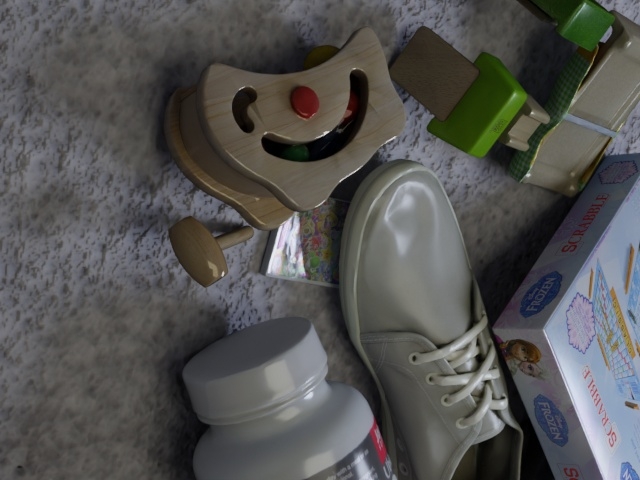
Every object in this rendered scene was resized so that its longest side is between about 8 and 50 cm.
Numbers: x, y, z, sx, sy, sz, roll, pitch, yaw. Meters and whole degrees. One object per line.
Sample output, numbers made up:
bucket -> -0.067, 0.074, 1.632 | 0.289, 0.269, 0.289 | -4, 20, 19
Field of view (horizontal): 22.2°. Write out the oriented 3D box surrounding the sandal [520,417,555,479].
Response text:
sandal -> 0.257, 0.233, 1.872 | 0.097, 0.054, 0.254 | 28, 76, -50

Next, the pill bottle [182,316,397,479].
pill bottle -> -0.014, 0.241, 1.530 | 0.176, 0.176, 0.318 | -30, 107, -30

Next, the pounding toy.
pounding toy -> -0.064, -0.089, 1.469 | 0.269, 0.155, 0.154 | -42, 99, -34

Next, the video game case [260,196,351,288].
video game case -> 0.000, 0.000, 1.592 | 0.122, 0.011, 0.087 | 11, 97, -42

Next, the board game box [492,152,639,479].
board game box -> 0.329, 0.121, 1.798 | 0.318, 0.066, 0.319 | -50, 126, -41

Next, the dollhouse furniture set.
dollhouse furniture set -> 0.214, -0.180, 1.681 | 0.197, 0.151, 0.301 | -54, 152, 14

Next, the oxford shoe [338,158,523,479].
oxford shoe -> 0.126, 0.124, 1.660 | 0.169, 0.130, 0.449 | -29, 121, -31
